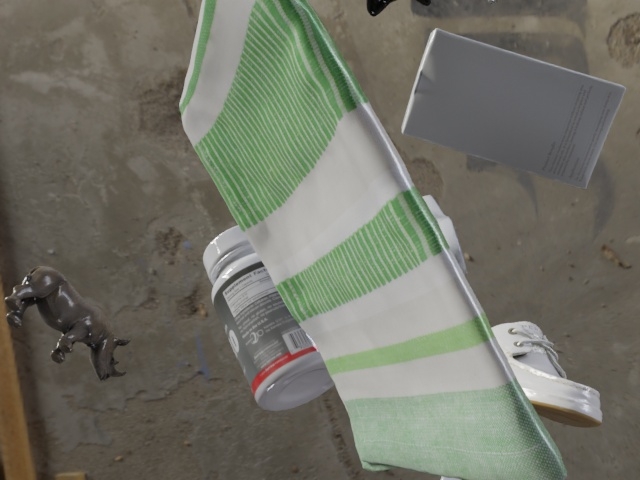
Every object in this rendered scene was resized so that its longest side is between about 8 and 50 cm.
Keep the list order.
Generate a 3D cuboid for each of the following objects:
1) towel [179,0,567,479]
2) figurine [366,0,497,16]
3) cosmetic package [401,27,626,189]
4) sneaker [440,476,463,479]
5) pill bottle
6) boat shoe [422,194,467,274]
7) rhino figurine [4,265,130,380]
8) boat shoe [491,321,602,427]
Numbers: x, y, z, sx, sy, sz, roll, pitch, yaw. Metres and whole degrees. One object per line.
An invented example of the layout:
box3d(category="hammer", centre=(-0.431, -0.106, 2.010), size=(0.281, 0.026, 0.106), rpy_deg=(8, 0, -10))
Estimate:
box3d(category="towel", centre=(0.000, 0.000, 0.460), size=(0.038, 0.248, 0.325), rpy_deg=(-25, 84, -21))
box3d(category="figurine", centre=(0.143, -0.345, 0.733), size=(0.214, 0.092, 0.210), rpy_deg=(-5, 112, -1))
box3d(category="cosmetic package", centre=(0.371, -0.264, 1.440), size=(0.384, 0.156, 0.217), rpy_deg=(20, 105, 3))
box3d(category="sneaker", centre=(0.285, 0.428, 1.285), size=(0.101, 0.153, 0.268), rpy_deg=(22, 58, 36))
box3d(category="pill bottle", centre=(-0.083, 0.120, 1.188), size=(0.161, 0.161, 0.283), rpy_deg=(-35, 60, 9))
box3d(category="boat shoe", centre=(0.147, -0.004, 1.015), size=(0.076, 0.228, 0.080), rpy_deg=(-20, 114, 4))
box3d(category="rhino figurine", centre=(-0.392, 0.139, 1.152), size=(0.073, 0.243, 0.106), rpy_deg=(-19, 34, 34))
box3d(category="boat shoe", centre=(0.221, 0.136, 0.824), size=(0.098, 0.277, 0.096), rpy_deg=(29, 83, -19))
